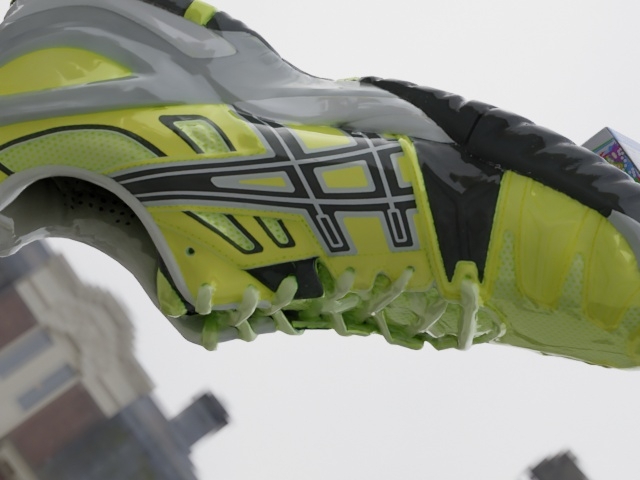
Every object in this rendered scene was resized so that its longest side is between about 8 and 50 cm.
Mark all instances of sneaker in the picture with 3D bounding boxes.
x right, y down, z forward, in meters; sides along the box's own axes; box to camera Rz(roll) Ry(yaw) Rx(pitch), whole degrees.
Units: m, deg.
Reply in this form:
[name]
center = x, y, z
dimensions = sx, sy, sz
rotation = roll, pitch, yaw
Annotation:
[sneaker]
center = 0.000, 0.000, 0.919
dimensions = 0.385, 0.147, 0.145
rotation = 19, -26, 12

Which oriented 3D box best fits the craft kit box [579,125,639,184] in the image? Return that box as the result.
[craft kit box]
center = 0.335, 0.023, 1.675
dimensions = 0.061, 0.250, 0.246
rotation = -41, -109, 15
